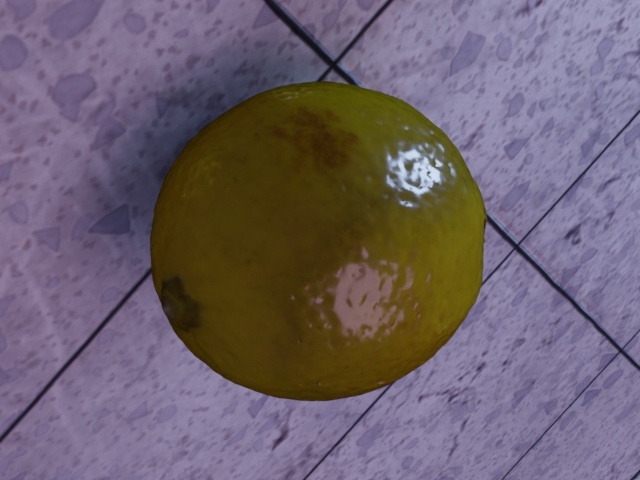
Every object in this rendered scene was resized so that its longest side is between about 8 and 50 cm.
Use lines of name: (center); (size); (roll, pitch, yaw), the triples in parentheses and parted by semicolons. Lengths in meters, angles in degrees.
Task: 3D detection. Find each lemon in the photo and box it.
lemon: (0.000, 0.001, 1.050); (0.267, 0.267, 0.267); (-30, 146, -24)
